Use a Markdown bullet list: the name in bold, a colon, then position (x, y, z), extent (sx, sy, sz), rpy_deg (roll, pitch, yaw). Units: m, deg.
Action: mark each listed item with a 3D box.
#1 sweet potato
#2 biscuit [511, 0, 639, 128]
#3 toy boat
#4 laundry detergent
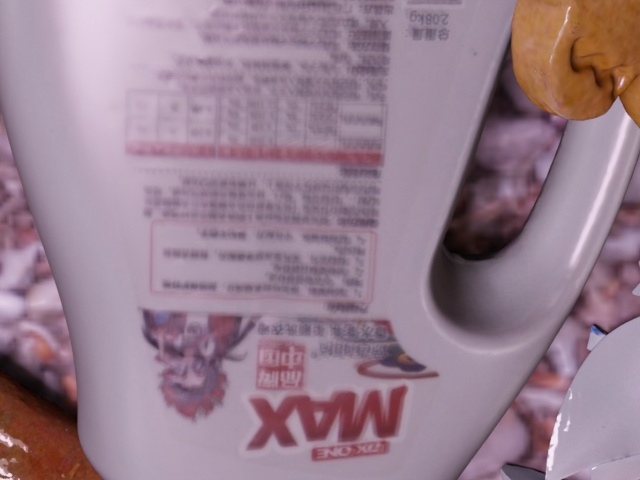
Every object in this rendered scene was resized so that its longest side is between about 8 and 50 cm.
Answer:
- **sweet potato**: position (-0.116, 0.115, 0.816), extent (0.255, 0.058, 0.078), rpy_deg (45, 122, -10)
- **biscuit**: position (0.131, -0.106, 0.656), extent (0.225, 0.036, 0.166), rpy_deg (36, 78, -43)
- **toy boat**: position (0.122, 0.085, 0.782), extent (0.105, 0.034, 0.149), rpy_deg (-7, 94, 32)
- **laundry detergent**: position (0.000, 0.000, 0.729), extent (0.264, 0.125, 0.398), rpy_deg (0, 108, -9)
